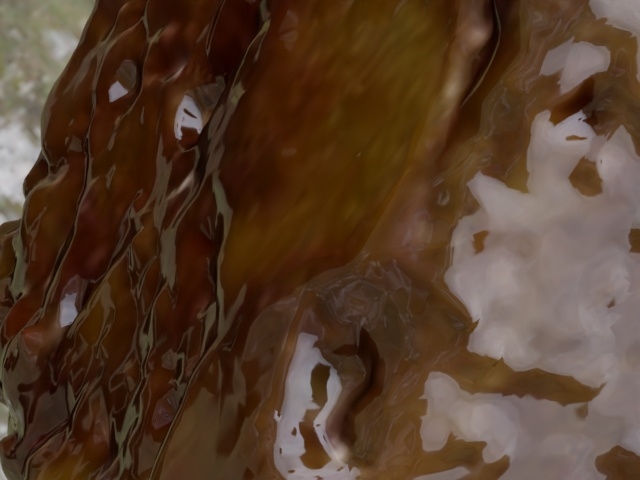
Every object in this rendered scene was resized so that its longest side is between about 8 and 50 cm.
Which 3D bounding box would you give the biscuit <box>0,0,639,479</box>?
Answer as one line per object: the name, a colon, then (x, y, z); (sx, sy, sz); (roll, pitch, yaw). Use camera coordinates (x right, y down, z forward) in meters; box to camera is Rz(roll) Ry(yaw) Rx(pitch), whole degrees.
biscuit: (0.000, 0.000, 0.750); (0.166, 0.342, 0.395); (25, 15, -29)
